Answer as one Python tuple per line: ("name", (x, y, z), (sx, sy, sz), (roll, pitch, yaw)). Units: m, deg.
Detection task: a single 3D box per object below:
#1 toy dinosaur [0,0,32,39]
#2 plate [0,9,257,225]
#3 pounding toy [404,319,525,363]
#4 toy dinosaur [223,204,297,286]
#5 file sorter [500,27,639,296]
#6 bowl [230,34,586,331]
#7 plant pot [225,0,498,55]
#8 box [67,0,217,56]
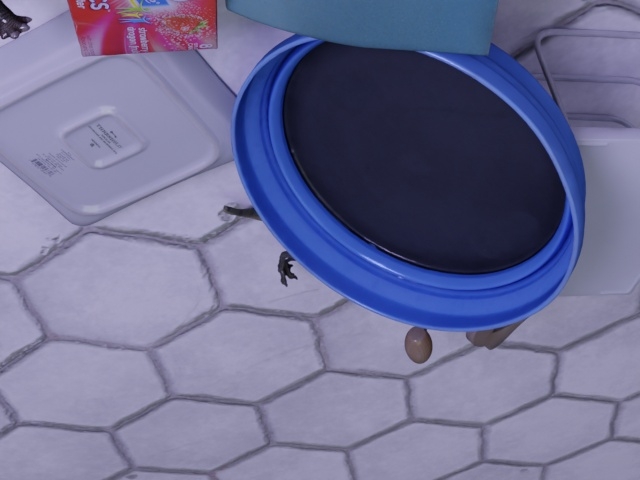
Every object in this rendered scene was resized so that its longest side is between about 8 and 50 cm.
("toy dinosaur", (-0.328, -0.263, 0.896), (0.313, 0.121, 0.160), (11, 142, 22))
("plate", (-0.237, -0.123, 1.136), (0.278, 0.045, 0.277), (-22, 142, 17))
("pounding toy", (0.204, 0.041, 1.363), (0.269, 0.155, 0.154), (-41, 154, -9))
("toy dinosaur", (0.000, 0.000, 1.338), (0.268, 0.064, 0.118), (4, 134, -13))
("file sorter", (0.300, -0.081, 1.197), (0.192, 0.173, 0.278), (0, 142, -13))
("bowl", (0.091, -0.068, 1.098), (0.391, 0.077, 0.391), (20, 140, 18))
("plant pot", (0.031, -0.274, 0.906), (0.234, 0.166, 0.166), (-1, 142, -2))
("box", (-0.150, -0.263, 0.848), (0.128, 0.123, 0.257), (-5, 162, -7))
